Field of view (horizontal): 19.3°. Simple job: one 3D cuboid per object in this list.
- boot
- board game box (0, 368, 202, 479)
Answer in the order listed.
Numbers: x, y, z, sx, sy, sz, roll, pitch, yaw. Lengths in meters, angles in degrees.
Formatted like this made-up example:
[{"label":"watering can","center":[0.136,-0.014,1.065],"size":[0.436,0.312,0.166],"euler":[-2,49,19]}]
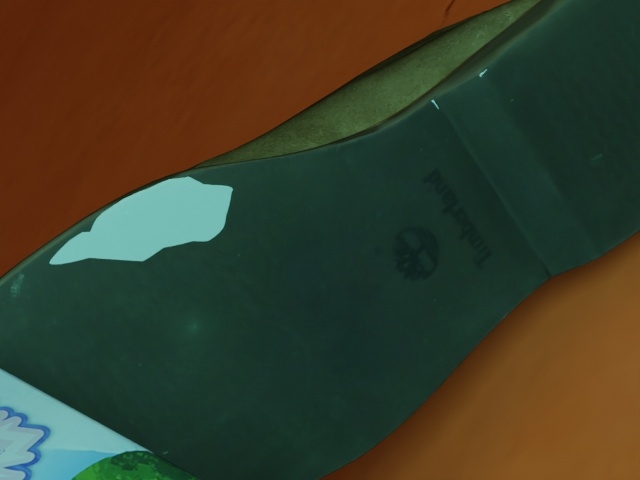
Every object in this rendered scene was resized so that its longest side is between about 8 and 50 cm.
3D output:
[{"label":"boot","center":[0.000,0.000,0.656],"size":[0.305,0.112,0.115],"euler":[-29,17,-9]},{"label":"board game box","center":[-0.102,0.172,0.386],"size":[0.318,0.066,0.319],"euler":[22,44,38]}]
